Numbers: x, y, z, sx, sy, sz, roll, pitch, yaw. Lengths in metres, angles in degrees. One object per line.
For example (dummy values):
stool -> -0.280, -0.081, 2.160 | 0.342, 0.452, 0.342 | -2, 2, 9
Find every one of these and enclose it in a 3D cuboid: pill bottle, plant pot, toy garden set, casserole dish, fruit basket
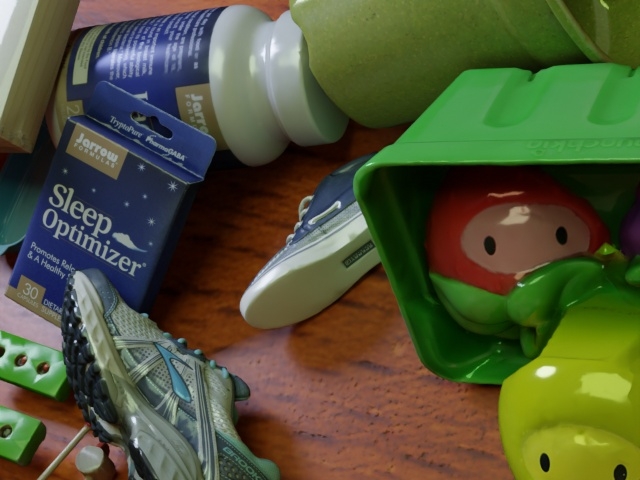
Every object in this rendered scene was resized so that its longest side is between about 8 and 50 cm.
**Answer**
pill bottle -> -0.113, -0.140, 1.421 | 0.264, 0.153, 0.153 | -5, 60, 23
plant pot -> 0.123, -0.220, 1.305 | 0.254, 0.276, 0.276 | -22, 54, 33
toy garden set -> -0.273, 0.217, 1.356 | 0.203, 0.049, 0.244 | 16, 64, 25
casserole dish -> -0.280, -0.060, 1.508 | 0.114, 0.037, 0.188 | -2, 61, 48
fruit basket -> 0.216, 0.058, 1.105 | 0.392, 0.283, 0.392 | -13, 41, 12

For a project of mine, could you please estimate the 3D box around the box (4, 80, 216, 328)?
box -> -0.193, -0.018, 1.372 | 0.136, 0.036, 0.225 | 28, 107, 16

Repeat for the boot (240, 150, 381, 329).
boot -> 0.000, 0.000, 1.349 | 0.190, 0.069, 0.086 | -32, 46, -5

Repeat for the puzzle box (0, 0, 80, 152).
puzzle box -> -0.402, -0.224, 1.506 | 0.409, 0.052, 0.272 | 5, 74, 37

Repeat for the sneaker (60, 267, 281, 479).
sneaker -> -0.133, 0.136, 1.304 | 0.122, 0.110, 0.283 | -18, 61, -26
